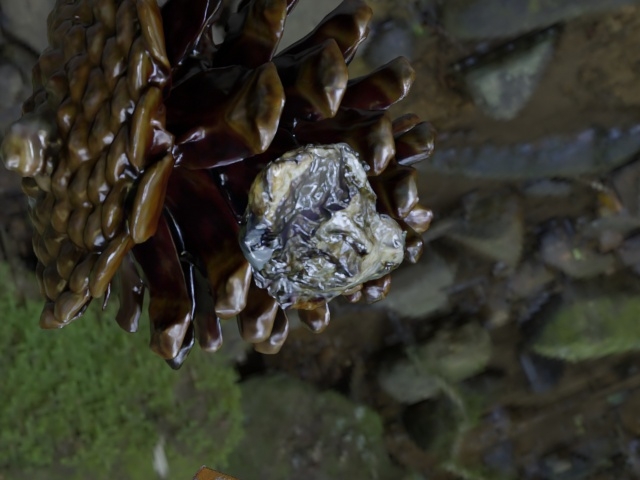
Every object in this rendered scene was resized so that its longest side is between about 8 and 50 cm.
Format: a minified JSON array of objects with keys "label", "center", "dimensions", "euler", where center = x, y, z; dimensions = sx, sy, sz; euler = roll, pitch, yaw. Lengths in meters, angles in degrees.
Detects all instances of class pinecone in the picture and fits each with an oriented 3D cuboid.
[{"label":"pinecone","center":[-0.055,-0.048,0.818],"dimensions":[0.264,0.264,0.264],"euler":[-16,152,-8]}]

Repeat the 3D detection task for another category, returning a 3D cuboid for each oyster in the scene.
[{"label":"oyster","center":[-0.001,-0.002,0.475],"dimensions":[0.054,0.019,0.083],"euler":[-36,138,-2]}]

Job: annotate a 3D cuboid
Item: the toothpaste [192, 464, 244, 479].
[{"label":"toothpaste","center":[0.023,0.153,0.556],"dimensions":[0.070,0.193,0.044],"euler":[-49,149,-50]}]
